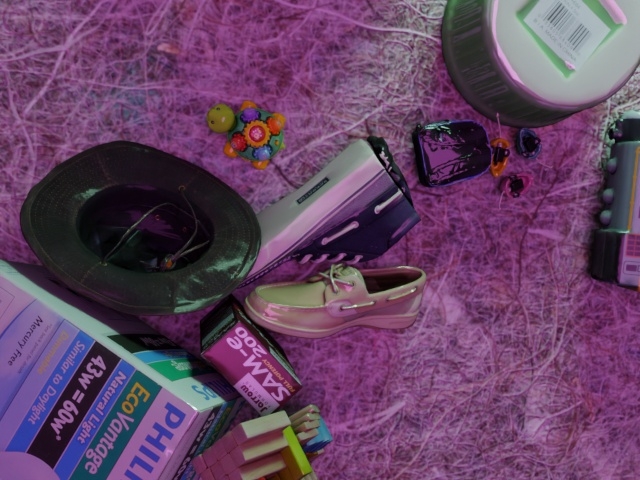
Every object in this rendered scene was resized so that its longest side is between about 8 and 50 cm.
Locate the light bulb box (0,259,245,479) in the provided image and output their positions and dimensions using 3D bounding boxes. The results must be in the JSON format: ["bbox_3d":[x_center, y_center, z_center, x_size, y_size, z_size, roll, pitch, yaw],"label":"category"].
[{"bbox_3d":[-0.355,0.268,0.975,0.361,0.225,0.358,30,90,12],"label":"light bulb box"}]

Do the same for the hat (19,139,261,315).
[{"bbox_3d":[-0.260,0.008,1.059,0.331,0.331,0.134,9,139,-11],"label":"hat"}]

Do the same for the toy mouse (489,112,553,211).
[{"bbox_3d":[0.328,-0.129,1.202,0.143,0.031,0.161,-3,103,-30],"label":"toy mouse"}]

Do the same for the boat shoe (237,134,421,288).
[{"bbox_3d":[0.000,0.000,1.123,0.340,0.127,0.158,-36,117,6],"label":"boat shoe"}]

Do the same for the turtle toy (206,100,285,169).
[{"bbox_3d":[-0.114,-0.169,1.109,0.130,0.066,0.095,22,91,-11],"label":"turtle toy"}]

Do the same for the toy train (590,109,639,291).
[{"bbox_3d":[0.567,-0.059,1.208,0.190,0.142,0.334,5,94,-1],"label":"toy train"}]

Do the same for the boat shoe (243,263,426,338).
[{"bbox_3d":[0.029,0.080,1.101,0.302,0.109,0.098,2,119,-28],"label":"boat shoe"}]

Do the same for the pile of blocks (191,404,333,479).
[{"bbox_3d":[-0.037,0.319,1.016,0.149,0.362,0.113,-32,69,7],"label":"pile of blocks"}]

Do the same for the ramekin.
[{"bbox_3d":[0.358,-0.333,1.133,0.303,0.148,0.303,-1,96,-10],"label":"ramekin"}]

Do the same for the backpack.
[{"bbox_3d":[0.209,-0.143,1.158,0.114,0.084,0.105,-12,96,-5],"label":"backpack"}]

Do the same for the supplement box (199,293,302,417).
[{"bbox_3d":[-0.109,0.161,1.054,0.073,0.239,0.130,-42,101,-4],"label":"supplement box"}]
